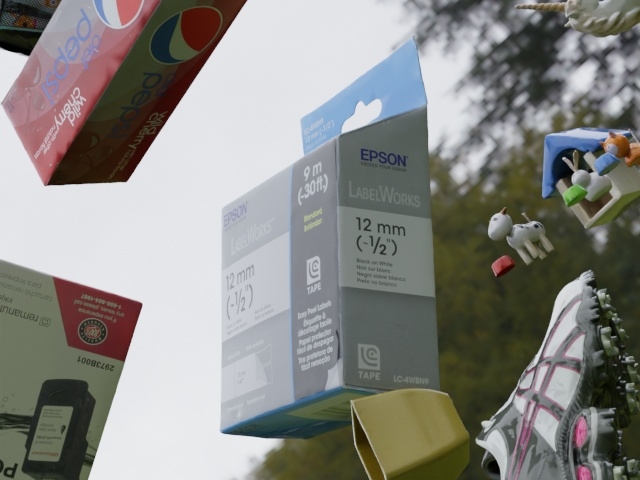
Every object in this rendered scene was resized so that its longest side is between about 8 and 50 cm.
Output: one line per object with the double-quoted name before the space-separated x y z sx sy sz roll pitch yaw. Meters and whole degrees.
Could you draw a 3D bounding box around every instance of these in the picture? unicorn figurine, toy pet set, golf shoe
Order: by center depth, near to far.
"toy pet set" 0.159 -0.046 1.020 0.114 0.065 0.122 -15 -25 -46
"unicorn figurine" 0.232 -0.182 1.130 0.162 0.060 0.111 22 -89 -34
"golf shoe" 0.171 0.121 1.174 0.120 0.105 0.273 -16 31 21

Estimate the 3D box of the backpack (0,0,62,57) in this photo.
"backpack" -0.213 -0.220 1.391 0.166 0.188 0.144 -169 92 -68

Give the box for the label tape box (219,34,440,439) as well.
"label tape box" 0.000 0.000 1.530 0.115 0.347 0.249 6 -18 -28

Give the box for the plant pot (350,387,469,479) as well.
"plant pot" 0.079 0.171 1.345 0.083 0.081 0.081 -20 -35 -10

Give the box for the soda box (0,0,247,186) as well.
"soda box" -0.139 -0.157 1.200 0.083 0.092 0.263 -6 -35 -44

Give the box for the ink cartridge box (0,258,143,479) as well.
"ink cartridge box" -0.276 0.138 1.359 0.172 0.100 0.237 19 -95 -31
